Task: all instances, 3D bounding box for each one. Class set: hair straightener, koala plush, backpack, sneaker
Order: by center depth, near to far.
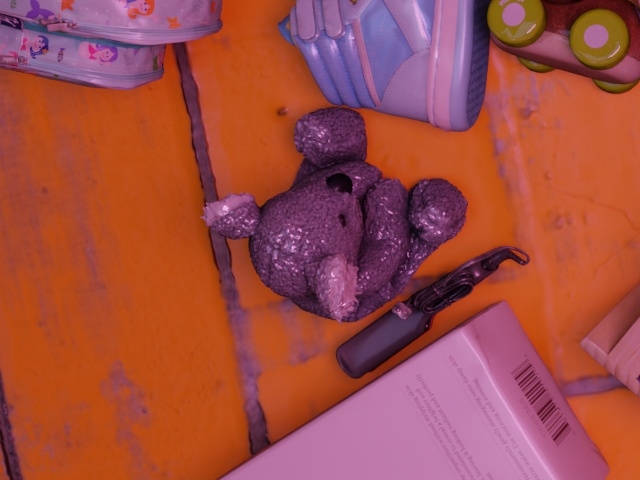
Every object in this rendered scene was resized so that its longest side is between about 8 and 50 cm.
[{"bbox_3d":[0.060,-0.270,1.398,0.208,0.127,0.318,6,100,20],"label":"sneaker"},{"bbox_3d":[0.000,0.000,1.410,0.196,0.221,0.203,37,110,12],"label":"koala plush"},{"bbox_3d":[0.109,0.072,1.449,0.230,0.089,0.047,-32,84,23],"label":"hair straightener"},{"bbox_3d":[-0.223,-0.252,1.463,0.254,0.225,0.191,4,103,11],"label":"backpack"}]

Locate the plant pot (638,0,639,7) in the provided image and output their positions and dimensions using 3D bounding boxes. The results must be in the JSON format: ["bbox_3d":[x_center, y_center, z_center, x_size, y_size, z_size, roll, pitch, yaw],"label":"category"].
[{"bbox_3d":[0.397,-0.241,1.268,0.237,0.110,0.237,2,97,14],"label":"plant pot"}]

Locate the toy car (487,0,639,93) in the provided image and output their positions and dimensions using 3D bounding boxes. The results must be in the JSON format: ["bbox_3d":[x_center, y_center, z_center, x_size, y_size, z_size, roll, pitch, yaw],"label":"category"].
[{"bbox_3d":[0.248,-0.247,1.322,0.149,0.155,0.188,18,92,18],"label":"toy car"}]

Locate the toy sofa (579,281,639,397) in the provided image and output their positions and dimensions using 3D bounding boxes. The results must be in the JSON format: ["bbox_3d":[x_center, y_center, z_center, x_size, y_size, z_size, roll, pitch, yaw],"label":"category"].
[{"bbox_3d":[0.391,0.014,1.216,0.177,0.150,0.362,42,139,13],"label":"toy sofa"}]

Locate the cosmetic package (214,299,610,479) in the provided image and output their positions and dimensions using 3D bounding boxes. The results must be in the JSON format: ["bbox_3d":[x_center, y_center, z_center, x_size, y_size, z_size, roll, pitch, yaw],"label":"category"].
[{"bbox_3d":[0.068,0.255,1.460,0.385,0.156,0.217,-33,85,24],"label":"cosmetic package"}]
